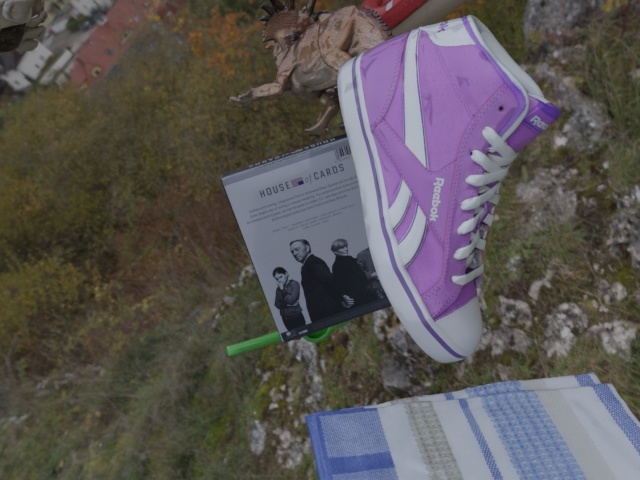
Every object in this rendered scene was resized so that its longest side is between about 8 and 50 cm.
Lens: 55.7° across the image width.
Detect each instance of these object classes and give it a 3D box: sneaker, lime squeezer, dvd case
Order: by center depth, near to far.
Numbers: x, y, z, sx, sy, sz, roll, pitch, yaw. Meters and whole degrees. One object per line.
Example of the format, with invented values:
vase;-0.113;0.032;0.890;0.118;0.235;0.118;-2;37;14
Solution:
sneaker;0.120;-0.040;0.493;0.161;0.102;0.281;-14;95;32
dvd case;0.000;0.000;0.758;0.180;0.238;0.029;-18;24;-2
lime squeezer;-0.016;0.117;0.958;0.110;0.310;0.058;14;109;25

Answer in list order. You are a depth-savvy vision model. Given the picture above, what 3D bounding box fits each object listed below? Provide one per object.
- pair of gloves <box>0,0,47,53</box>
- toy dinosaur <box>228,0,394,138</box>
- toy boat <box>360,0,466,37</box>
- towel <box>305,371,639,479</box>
pair of gloves;-0.377;-0.284;0.703;0.240;0.042;0.204;-34;5;37
toy dinosaur;0.009;-0.249;0.784;0.296;0.127;0.200;2;73;38
toy boat;0.137;-0.382;0.850;0.231;0.151;0.151;-26;17;49
towel;0.142;0.197;0.464;0.285;0.034;0.209;-5;35;-10
